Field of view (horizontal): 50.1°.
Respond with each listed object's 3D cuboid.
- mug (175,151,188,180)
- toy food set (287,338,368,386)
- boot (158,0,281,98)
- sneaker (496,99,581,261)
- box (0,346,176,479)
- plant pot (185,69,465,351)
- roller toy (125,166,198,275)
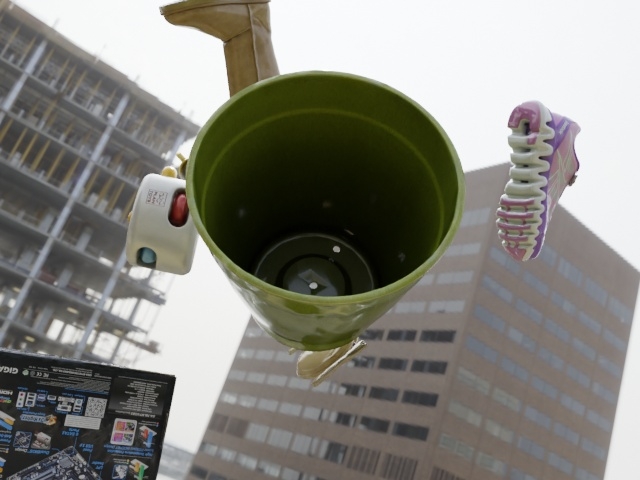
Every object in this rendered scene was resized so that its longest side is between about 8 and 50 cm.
[{"bbox_3d":[-0.309,-0.179,1.643,0.062,0.078,0.064,-10,16,-7],"label":"mug"},{"bbox_3d":[0.016,0.203,1.209,0.038,0.132,0.192,54,-6,-17],"label":"toy food set"},{"bbox_3d":[-0.169,-0.328,1.303,0.236,0.270,0.089,-17,21,-27],"label":"boot"},{"bbox_3d":[0.332,-0.084,1.013,0.104,0.237,0.095,1,10,-23],"label":"sneaker"},{"bbox_3d":[-0.380,0.316,0.977,0.295,0.293,0.073,14,-11,-25],"label":"box"},{"bbox_3d":[0.000,0.000,1.044,0.366,0.367,0.353,18,-29,7],"label":"plant pot"},{"bbox_3d":[-0.317,-0.036,1.392,0.146,0.209,0.191,13,14,-9],"label":"roller toy"}]
